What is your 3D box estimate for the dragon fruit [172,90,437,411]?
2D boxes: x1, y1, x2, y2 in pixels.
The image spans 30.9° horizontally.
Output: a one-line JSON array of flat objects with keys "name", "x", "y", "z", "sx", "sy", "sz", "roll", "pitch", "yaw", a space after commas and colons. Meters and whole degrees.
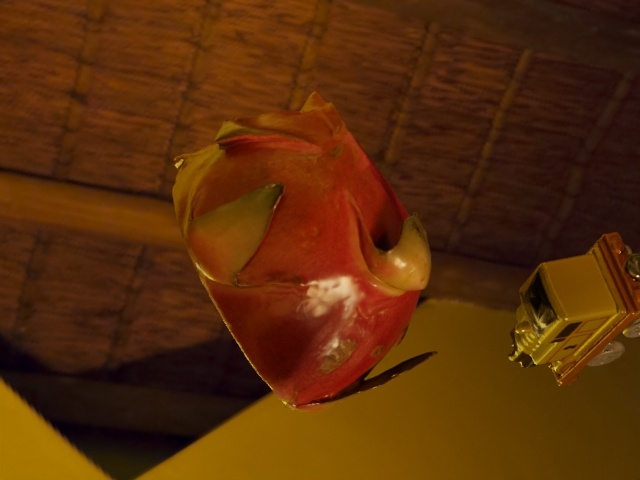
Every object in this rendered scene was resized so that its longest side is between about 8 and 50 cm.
[{"name": "dragon fruit", "x": 0.000, "y": 0.000, "z": 1.091, "sx": 0.189, "sy": 0.290, "sz": 0.290, "roll": -28, "pitch": -92, "yaw": 6}]

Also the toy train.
[{"name": "toy train", "x": 0.249, "y": 0.072, "z": 1.138, "sx": 0.219, "sy": 0.127, "sz": 0.089, "roll": 117, "pitch": -39, "yaw": -57}]
